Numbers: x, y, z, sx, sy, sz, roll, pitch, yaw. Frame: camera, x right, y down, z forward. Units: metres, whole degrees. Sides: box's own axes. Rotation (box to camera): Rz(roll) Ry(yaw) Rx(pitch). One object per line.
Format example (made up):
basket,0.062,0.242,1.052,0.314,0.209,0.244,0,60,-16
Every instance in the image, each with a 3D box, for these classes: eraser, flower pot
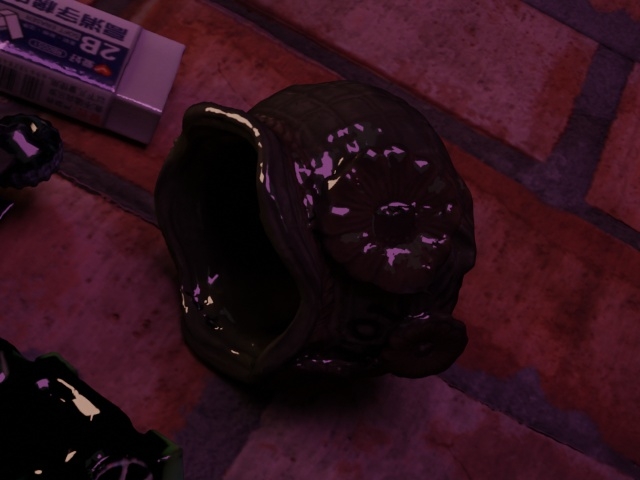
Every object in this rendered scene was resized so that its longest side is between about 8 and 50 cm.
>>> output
eraser,-0.256,-0.189,1.755,0.210,0.068,0.124,21,42,-7
flower pot,0.000,0.000,1.543,0.213,0.302,0.302,-13,56,-29

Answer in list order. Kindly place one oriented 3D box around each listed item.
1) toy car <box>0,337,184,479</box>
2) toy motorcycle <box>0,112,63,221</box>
toy car,-0.255,0.208,1.310,0.359,0.176,0.213,-29,40,-33
toy motorcycle,-0.366,-0.048,1.550,0.159,0.106,0.270,35,55,14
